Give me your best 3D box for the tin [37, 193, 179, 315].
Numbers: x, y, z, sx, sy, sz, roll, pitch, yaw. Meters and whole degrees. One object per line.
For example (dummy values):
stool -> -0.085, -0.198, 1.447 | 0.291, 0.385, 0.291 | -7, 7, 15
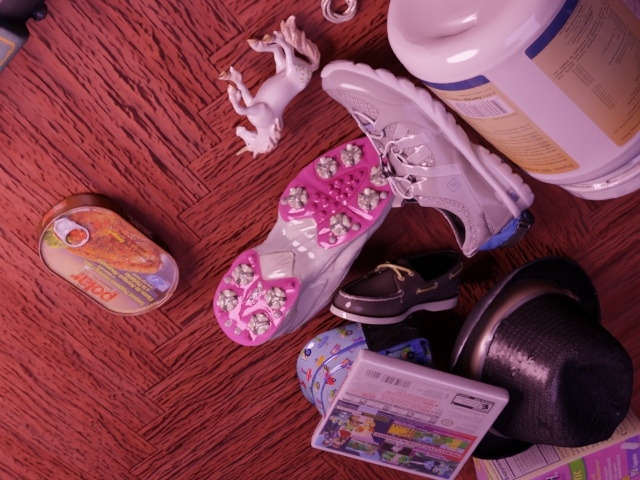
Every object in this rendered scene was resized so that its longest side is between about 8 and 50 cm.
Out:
tin -> -0.247, 0.018, 1.495 | 0.106, 0.040, 0.189 | -42, 130, 7

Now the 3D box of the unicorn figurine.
unicorn figurine -> -0.060, -0.160, 1.413 | 0.162, 0.060, 0.111 | -40, 130, 11

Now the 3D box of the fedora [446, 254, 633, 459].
fedora -> 0.317, 0.186, 1.718 | 0.334, 0.152, 0.334 | -22, 126, -34

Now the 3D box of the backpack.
backpack -> 0.062, 0.182, 1.699 | 0.173, 0.117, 0.158 | -16, 130, -6

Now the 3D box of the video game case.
video game case -> 0.112, 0.228, 1.644 | 0.201, 0.023, 0.183 | 16, 130, -12

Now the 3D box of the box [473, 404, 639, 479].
box -> 0.370, 0.360, 1.964 | 0.243, 0.117, 0.213 | -20, 131, -6

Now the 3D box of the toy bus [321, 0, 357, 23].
toy bus -> 0.044, -0.315, 1.303 | 0.191, 0.104, 0.202 | -40, 130, 12

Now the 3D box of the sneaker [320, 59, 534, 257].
sneaker -> 0.105, -0.092, 1.427 | 0.281, 0.105, 0.115 | 38, 87, -9

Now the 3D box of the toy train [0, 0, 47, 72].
toy train -> -0.404, -0.172, 1.224 | 0.334, 0.142, 0.190 | -48, 141, 15

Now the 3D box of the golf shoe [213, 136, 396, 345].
golf shoe -> 0.000, 0.000, 1.553 | 0.306, 0.115, 0.140 | -47, 158, 10

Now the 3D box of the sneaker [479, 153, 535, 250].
sneaker -> 0.232, -0.048, 1.621 | 0.084, 0.058, 0.152 | -1, 131, -14

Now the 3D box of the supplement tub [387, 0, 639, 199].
supplement tub -> 0.248, -0.201, 1.395 | 0.228, 0.228, 0.316 | -43, 130, 14

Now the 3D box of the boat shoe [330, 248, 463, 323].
boat shoe -> 0.098, 0.054, 1.605 | 0.228, 0.081, 0.069 | -9, 118, -49
